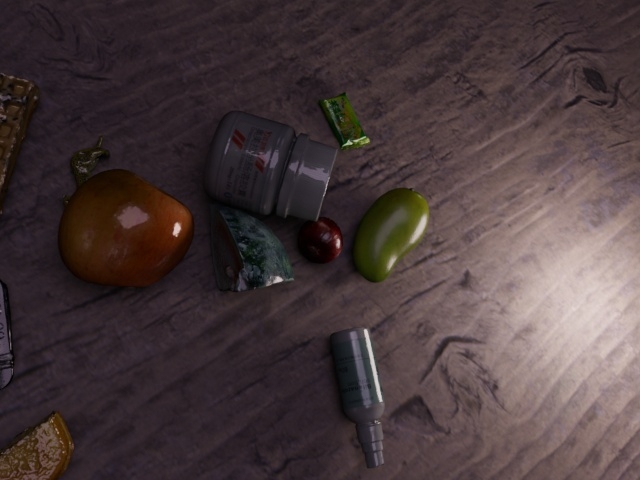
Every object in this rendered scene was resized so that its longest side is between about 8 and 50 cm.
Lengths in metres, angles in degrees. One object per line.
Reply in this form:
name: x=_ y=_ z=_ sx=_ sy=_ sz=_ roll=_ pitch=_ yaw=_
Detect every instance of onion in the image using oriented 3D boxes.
onion: x=0.000 y=0.000 z=1.893 sx=0.131 sy=0.131 sz=0.131 roll=5 pitch=72 yaw=-17

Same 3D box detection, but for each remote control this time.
remote control: x=-0.755 y=0.213 z=1.619 sx=0.090 sy=0.066 sz=0.265 roll=-9 pitch=81 yaw=-7

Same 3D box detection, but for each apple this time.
apple: x=-0.463 y=-0.018 z=1.664 sx=0.299 sy=0.299 sz=0.275 roll=27 pitch=87 yaw=-10

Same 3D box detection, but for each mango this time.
mango: x=0.193 y=-0.020 z=1.966 sx=0.175 sy=0.143 sz=0.293 roll=36 pitch=76 yaw=-12

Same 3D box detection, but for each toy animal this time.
toy animal: x=-0.594 y=-0.170 z=1.779 sx=0.136 sy=0.073 sz=0.181 roll=-13 pitch=82 yaw=-14

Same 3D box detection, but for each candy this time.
candy: x=0.070 y=-0.353 z=2.077 sx=0.102 sy=0.032 sz=0.178 roll=-22 pitch=82 yaw=-23

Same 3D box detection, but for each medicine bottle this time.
medicine bottle: x=-0.126 y=-0.186 z=1.820 sx=0.306 sy=0.245 sz=0.245 roll=16 pitch=69 yaw=-1
medicine bottle: x=0.109 y=0.406 z=1.819 sx=0.110 sy=0.110 sz=0.351 roll=-6 pitch=76 yaw=-20

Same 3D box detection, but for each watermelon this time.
watermelon: x=-0.215 y=0.037 z=1.778 sx=0.289 sy=0.214 sz=0.320 roll=51 pitch=21 yaw=1

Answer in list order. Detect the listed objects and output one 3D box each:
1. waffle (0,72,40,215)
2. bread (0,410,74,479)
waffle: x=-0.851 y=-0.244 z=1.688 sx=0.261 sy=0.114 sz=0.376 roll=16 pitch=69 yaw=-13
bread: x=-0.640 y=0.488 z=1.523 sx=0.229 sy=0.143 sz=0.139 roll=-37 pitch=87 yaw=-22
